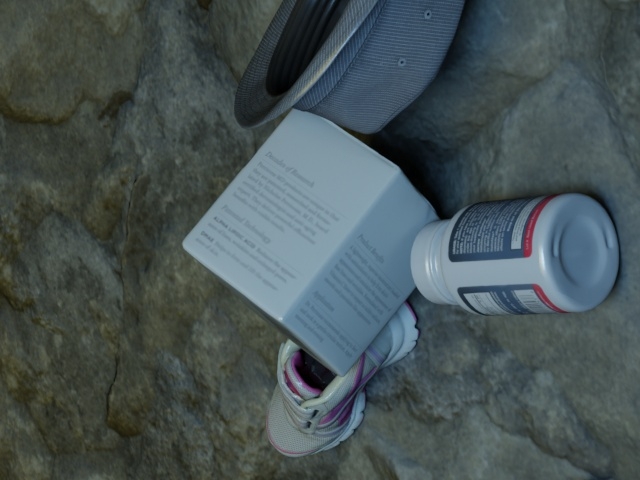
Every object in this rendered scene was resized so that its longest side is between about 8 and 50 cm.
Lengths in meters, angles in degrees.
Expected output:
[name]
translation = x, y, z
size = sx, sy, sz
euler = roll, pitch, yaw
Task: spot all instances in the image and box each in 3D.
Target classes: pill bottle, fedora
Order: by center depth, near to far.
[pill bottle]
translation = 0.173, 0.015, 1.765
size = 0.180, 0.108, 0.108
euler = -4, 98, 48
[fedora]
translation = 0.045, -0.196, 1.777
size = 0.275, 0.124, 0.244
euler = -61, 18, 2

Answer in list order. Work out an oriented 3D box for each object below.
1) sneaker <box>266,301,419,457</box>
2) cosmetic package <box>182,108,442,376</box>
[sneaker]
translation = -0.005, 0.140, 1.993
size = 0.103, 0.111, 0.252
euler = 52, 134, 24
[cosmetic package]
translation = 0.000, 0.000, 1.858
size = 0.151, 0.151, 0.183
euler = 35, 83, 35
